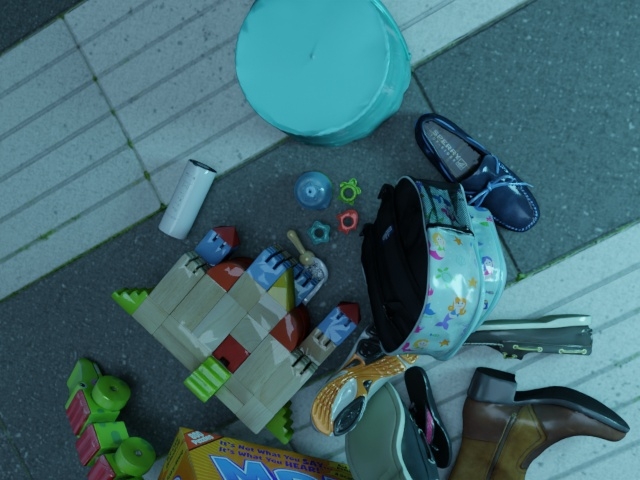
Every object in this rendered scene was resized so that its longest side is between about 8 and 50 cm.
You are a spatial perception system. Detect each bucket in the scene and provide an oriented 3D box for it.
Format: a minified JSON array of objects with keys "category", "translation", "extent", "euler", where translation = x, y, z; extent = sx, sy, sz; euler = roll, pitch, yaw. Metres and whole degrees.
[{"category":"bucket","translation":[0.002,-0.284,1.245],"extent":[0.281,0.183,0.281],"euler":[1,95,10]}]

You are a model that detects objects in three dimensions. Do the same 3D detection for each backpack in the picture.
[{"category":"backpack","translation":[0.168,0.056,1.194],"extent":[0.191,0.253,0.225],"euler":[13,134,-14]}]

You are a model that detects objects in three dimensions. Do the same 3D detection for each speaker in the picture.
[{"category":"speaker","translation":[-0.236,-0.071,1.371],"extent":[0.055,0.055,0.136],"euler":[27,99,7]}]

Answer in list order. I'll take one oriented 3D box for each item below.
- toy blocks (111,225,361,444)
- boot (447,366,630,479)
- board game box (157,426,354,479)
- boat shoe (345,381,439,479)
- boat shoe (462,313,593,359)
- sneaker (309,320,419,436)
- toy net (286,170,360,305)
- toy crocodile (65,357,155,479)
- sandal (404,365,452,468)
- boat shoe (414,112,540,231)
[{"category":"toy blocks","translation":[-0.116,0.121,1.294],"extent":[0.381,0.191,0.261],"euler":[42,102,4]},{"category":"boot","translation":[0.347,0.378,1.289],"extent":[0.264,0.096,0.280],"euler":[13,98,8]},{"category":"board game box","translation":[-0.089,0.560,1.184],"extent":[0.356,0.356,0.356],"euler":[20,100,-24]},{"category":"boat shoe","translation":[0.130,0.364,1.237],"extent":[0.113,0.340,0.127],"euler":[39,104,-25]},{"category":"boat shoe","translation":[0.331,0.163,1.278],"extent":[0.228,0.081,0.068],"euler":[-5,90,8]},{"category":"sneaker","translation":[0.069,0.222,1.311],"extent":[0.262,0.121,0.099],"euler":[-42,85,-21]},{"category":"toy net","translation":[0.000,0.000,1.344],"extent":[0.122,0.045,0.232],"euler":[10,98,7]},{"category":"toy crocodile","translation":[-0.377,0.344,1.344],"extent":[0.115,0.105,0.340],"euler":[-54,50,24]},{"category":"sandal","translation":[0.174,0.305,1.327],"extent":[0.067,0.040,0.179],"euler":[-21,85,49]},{"category":"boat shoe","translation":[0.246,-0.102,1.266],"extent":[0.258,0.089,0.109],"euler":[38,100,5]}]
